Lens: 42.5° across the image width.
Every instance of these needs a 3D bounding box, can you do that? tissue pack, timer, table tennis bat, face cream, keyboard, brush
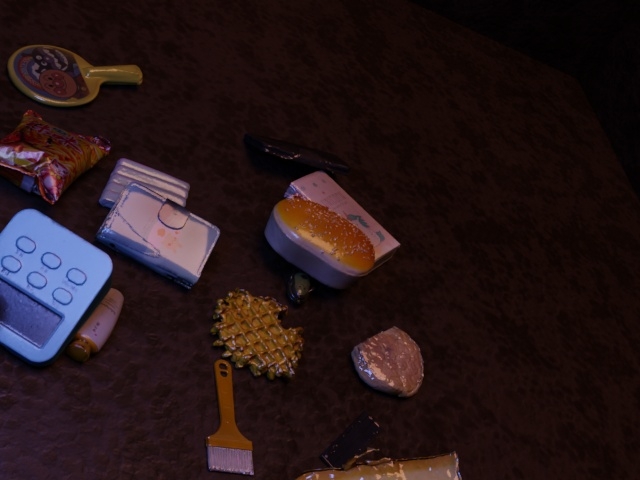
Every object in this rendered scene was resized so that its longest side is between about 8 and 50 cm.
[{"bbox_3d":[0.061,-0.055,2.325,0.325,0.071,0.170,45,39,12],"label":"tissue pack"},{"bbox_3d":[-0.560,0.093,1.613,0.232,0.091,0.250,32,62,-2],"label":"timer"},{"bbox_3d":[-0.643,-0.439,2.193,0.369,0.054,0.224,-8,57,-38],"label":"table tennis bat"},{"bbox_3d":[-0.462,0.172,1.699,0.072,0.051,0.182,38,37,-14],"label":"face cream"},{"bbox_3d":[0.072,0.454,1.855,0.063,0.010,0.198,46,39,9],"label":"keyboard"},{"bbox_3d":[-0.198,0.365,1.737,0.103,0.013,0.272,15,42,-26],"label":"brush"}]

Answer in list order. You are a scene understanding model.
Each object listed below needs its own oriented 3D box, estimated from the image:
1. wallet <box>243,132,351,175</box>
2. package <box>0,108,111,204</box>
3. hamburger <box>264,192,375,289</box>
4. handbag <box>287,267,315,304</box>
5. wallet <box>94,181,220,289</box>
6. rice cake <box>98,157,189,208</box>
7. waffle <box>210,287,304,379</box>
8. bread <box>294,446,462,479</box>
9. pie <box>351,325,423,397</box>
[{"bbox_3d":[-0.062,-0.255,2.414,0.310,0.042,0.165,12,13,-30],"label":"wallet"},{"bbox_3d":[-0.645,-0.194,1.898,0.223,0.108,0.288,29,31,-2],"label":"package"},{"bbox_3d":[0.000,0.000,2.121,0.295,0.151,0.227,35,19,-8],"label":"hamburger"},{"bbox_3d":[-0.051,0.120,2.075,0.072,0.047,0.111,28,35,-13],"label":"handbag"},{"bbox_3d":[-0.374,-0.013,1.920,0.250,0.075,0.176,30,57,-10],"label":"wallet"},{"bbox_3d":[-0.428,-0.118,2.037,0.198,0.037,0.189,25,40,-15],"label":"rice cake"},{"bbox_3d":[-0.143,0.213,1.909,0.232,0.051,0.228,25,42,-14],"label":"waffle"},{"bbox_3d":[0.116,0.530,1.614,0.315,0.279,0.248,18,47,-41],"label":"bread"},{"bbox_3d":[0.179,0.307,2.057,0.218,0.052,0.185,-16,60,-48],"label":"pie"}]
